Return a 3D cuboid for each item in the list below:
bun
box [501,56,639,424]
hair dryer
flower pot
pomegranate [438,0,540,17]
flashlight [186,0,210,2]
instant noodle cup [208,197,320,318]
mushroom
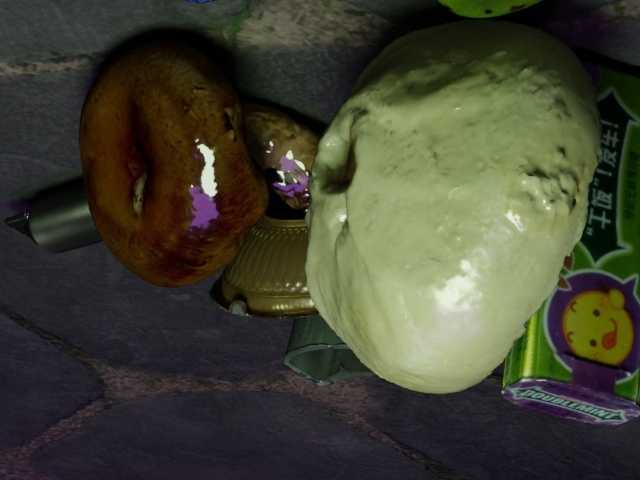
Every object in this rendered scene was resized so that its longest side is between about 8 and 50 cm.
[{"bbox_3d":[0.096,-0.046,1.668,0.202,0.364,0.364,16,152,-20],"label":"bun"},{"bbox_3d":[0.257,-0.004,1.711,0.134,0.345,0.097,15,157,-15],"label":"box"},{"bbox_3d":[-0.240,0.002,2.197,0.196,0.078,0.248,-14,149,41],"label":"hair dryer"},{"bbox_3d":[0.065,0.107,2.235,0.229,0.108,0.103,-10,145,32],"label":"flower pot"},{"bbox_3d":[0.133,-0.256,1.525,0.169,0.122,0.143,20,180,-22],"label":"pomegranate"},{"bbox_3d":[-0.084,-0.251,1.705,0.121,0.057,0.035,-2,115,35],"label":"flashlight"},{"bbox_3d":[0.000,0.000,1.993,0.274,0.274,0.090,-2,109,23],"label":"instant noodle cup"},{"bbox_3d":[-0.147,-0.084,1.885,0.267,0.267,0.254,-3,-178,25],"label":"mushroom"}]
